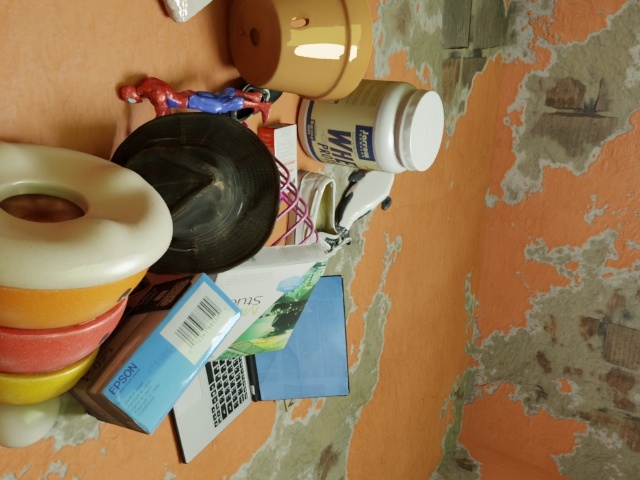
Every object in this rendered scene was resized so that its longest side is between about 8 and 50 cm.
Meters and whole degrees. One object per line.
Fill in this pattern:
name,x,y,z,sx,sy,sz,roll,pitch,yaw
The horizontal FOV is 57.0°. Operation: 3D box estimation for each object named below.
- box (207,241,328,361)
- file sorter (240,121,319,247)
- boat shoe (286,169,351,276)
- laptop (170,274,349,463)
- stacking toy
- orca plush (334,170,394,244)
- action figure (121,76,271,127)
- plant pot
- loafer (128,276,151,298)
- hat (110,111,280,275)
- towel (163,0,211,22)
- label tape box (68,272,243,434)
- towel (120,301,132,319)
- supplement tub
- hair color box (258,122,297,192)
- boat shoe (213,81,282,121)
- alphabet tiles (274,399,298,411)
box,-0.142,0.135,1.220,0.233,0.058,0.322,-5,141,-29
file sorter,-0.140,-0.052,1.221,0.202,0.182,0.290,-40,153,-7
boat shoe,0.005,-0.003,1.615,0.136,0.157,0.366,-20,118,-54
laptop,-0.141,0.310,1.427,0.408,0.237,0.381,-37,130,-47
stacking toy,-0.437,0.121,0.894,0.351,0.351,0.479,-24,139,-53
orca plush,0.134,-0.107,1.843,0.102,0.151,0.287,110,3,-69
action figure,-0.249,-0.238,1.149,0.281,0.091,0.139,2,121,-32
plant pot,-0.060,-0.435,1.256,0.204,0.291,0.290,-19,118,-36
loafer,-0.395,0.094,1.100,0.170,0.061,0.062,-30,127,-50
hat,-0.238,-0.091,1.001,0.134,0.332,0.331,53,53,-81
towel,-0.239,-0.629,1.083,0.317,0.054,0.331,-56,144,-31
label tape box,-0.323,0.198,1.062,0.115,0.348,0.249,49,57,-21
towel,-0.407,0.151,1.077,0.119,0.029,0.067,-42,148,9
supplement tub,0.132,-0.302,1.542,0.235,0.325,0.235,-28,124,-51
hair color box,-0.105,-0.201,1.464,0.093,0.053,0.167,-29,124,-52
boat shoe,-0.148,-0.316,1.327,0.233,0.079,0.083,-38,131,-48
alphabet tiles,-0.083,0.394,1.771,0.198,0.009,0.237,-43,135,-43
